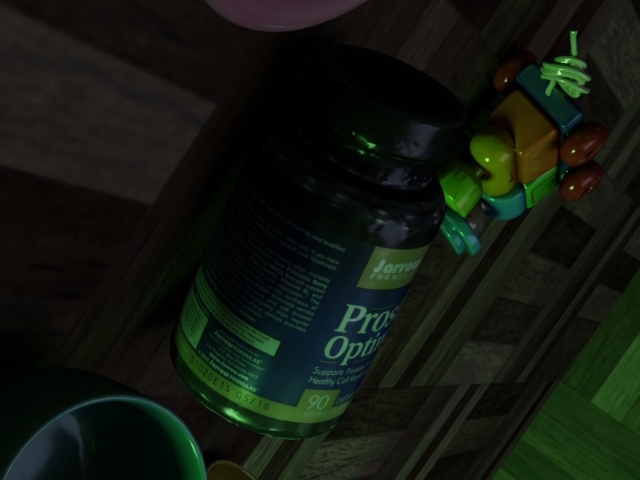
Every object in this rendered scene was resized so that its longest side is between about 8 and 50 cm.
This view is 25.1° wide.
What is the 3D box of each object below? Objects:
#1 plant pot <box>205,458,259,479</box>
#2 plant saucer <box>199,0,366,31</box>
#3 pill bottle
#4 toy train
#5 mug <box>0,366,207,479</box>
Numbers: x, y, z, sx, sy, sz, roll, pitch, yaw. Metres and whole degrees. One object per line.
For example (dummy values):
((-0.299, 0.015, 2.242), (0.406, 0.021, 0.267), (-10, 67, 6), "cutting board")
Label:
((-0.087, 0.255, 1.141), (0.095, 0.134, 0.134), (-32, 168, 16), "plant pot")
((0.028, -0.242, 0.558), (0.332, 0.084, 0.332), (-48, 162, -21), "plant saucer")
((0.000, 0.000, 0.863), (0.123, 0.123, 0.219), (-24, 144, -58), "pill bottle")
((0.145, -0.077, 1.157), (0.143, 0.105, 0.248), (-39, 161, -4), "toy train")
((-0.139, 0.145, 0.760), (0.129, 0.097, 0.157), (-1, 100, -38), "mug")
